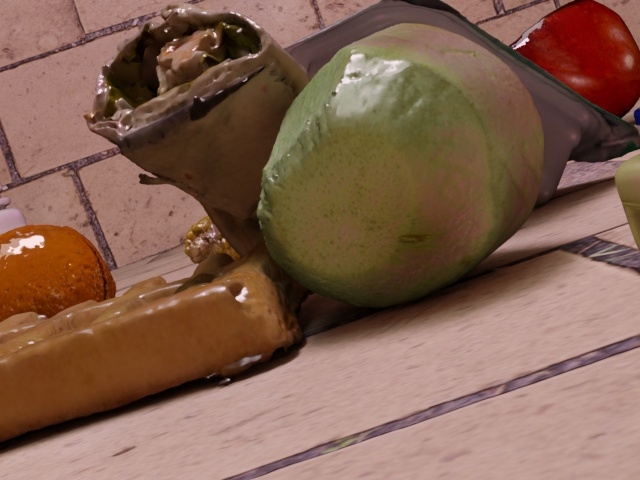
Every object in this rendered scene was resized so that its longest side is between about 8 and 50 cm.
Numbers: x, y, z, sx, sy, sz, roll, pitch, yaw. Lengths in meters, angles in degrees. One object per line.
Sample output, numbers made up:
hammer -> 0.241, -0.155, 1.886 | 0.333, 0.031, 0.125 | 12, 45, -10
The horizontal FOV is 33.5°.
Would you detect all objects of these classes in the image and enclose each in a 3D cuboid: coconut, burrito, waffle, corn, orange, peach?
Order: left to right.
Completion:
orange -> -0.320, 0.071, 1.166 | 0.193, 0.161, 0.193 | -24, -7, -3
waffle -> -0.176, 0.086, 0.905 | 0.348, 0.077, 0.304 | -18, 6, 9
corn -> -0.133, -0.012, 1.765 | 0.097, 0.097, 0.262 | -16, 4, 33
burrito -> -0.056, -0.087, 1.006 | 0.190, 0.135, 0.332 | -28, -34, 14
coconut -> 0.065, -0.059, 0.835 | 0.205, 0.235, 0.236 | 3, 14, 24
peach -> 0.418, -0.285, 1.827 | 0.275, 0.248, 0.245 | -15, 41, -34

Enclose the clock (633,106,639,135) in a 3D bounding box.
clock -> 0.394, -0.114, 0.913 | 0.230, 0.083, 0.230 | -21, 5, 2

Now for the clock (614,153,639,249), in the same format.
clock -> 0.262, -0.033, 0.563 | 0.170, 0.069, 0.232 | -18, 6, 5

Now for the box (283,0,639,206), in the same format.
box -> 0.128, -0.113, 1.127 | 0.337, 0.106, 0.264 | 24, -22, -31

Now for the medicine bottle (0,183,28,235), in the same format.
medicine bottle -> -0.521, 0.030, 1.634 | 0.170, 0.292, 0.170 | -18, 3, 1
